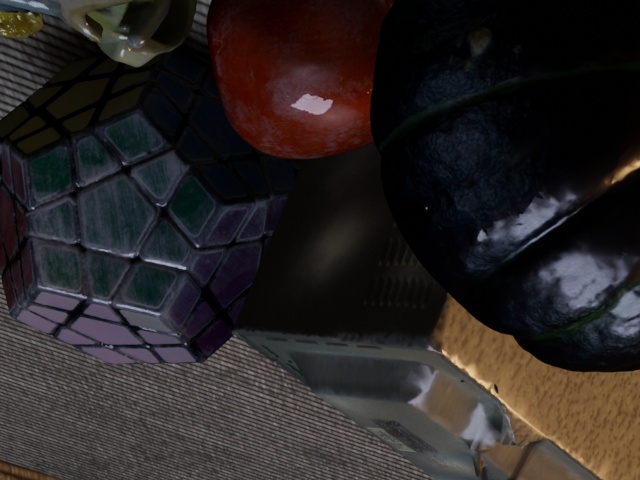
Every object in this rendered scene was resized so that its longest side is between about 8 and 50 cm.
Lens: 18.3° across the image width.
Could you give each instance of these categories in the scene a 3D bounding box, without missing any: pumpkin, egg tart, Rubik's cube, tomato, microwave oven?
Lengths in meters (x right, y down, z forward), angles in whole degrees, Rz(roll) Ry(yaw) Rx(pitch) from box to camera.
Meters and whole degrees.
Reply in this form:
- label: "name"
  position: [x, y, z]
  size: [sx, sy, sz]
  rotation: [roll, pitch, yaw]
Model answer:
- label: "pumpkin"
  position: [0.212, -0.086, 1.418]
  size: [0.363, 0.363, 0.266]
  rotation: [24, 149, -24]
- label: "egg tart"
  position: [-0.301, -0.223, 1.825]
  size: [0.105, 0.039, 0.105]
  rotation: [12, 159, 5]
- label: "Rubik's cube"
  position: [-0.174, -0.031, 1.914]
  size: [0.319, 0.319, 0.264]
  rotation: [26, 128, -29]
- label: "tomato"
  position: [-0.008, -0.154, 1.626]
  size: [0.187, 0.187, 0.151]
  rotation: [-9, -173, 45]
- label: "microwave oven"
  position: [0.183, 0.059, 1.771]
  size: [0.236, 0.374, 0.432]
  rotation: [2, 153, 46]

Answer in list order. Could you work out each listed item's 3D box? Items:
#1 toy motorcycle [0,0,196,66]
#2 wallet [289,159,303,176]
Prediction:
- label: "toy motorcycle"
  position: [-0.158, -0.247, 1.501]
  size: [0.237, 0.168, 0.410]
  rotation: [21, 158, -22]
- label: "wallet"
  position: [0.000, 0.000, 2.191]
  size: [0.191, 0.046, 0.379]
  rotation: [15, 160, 1]
